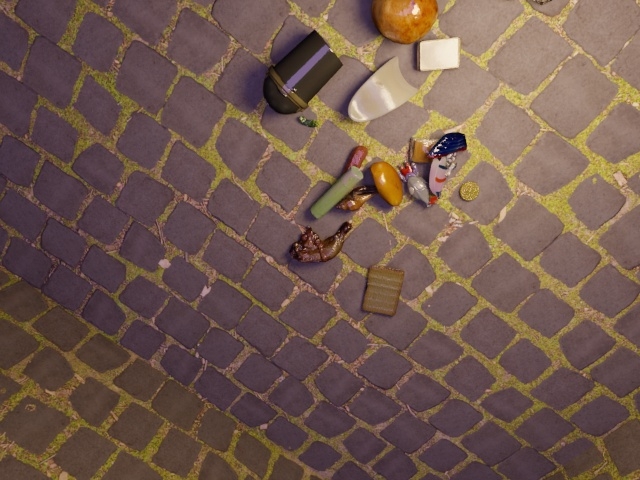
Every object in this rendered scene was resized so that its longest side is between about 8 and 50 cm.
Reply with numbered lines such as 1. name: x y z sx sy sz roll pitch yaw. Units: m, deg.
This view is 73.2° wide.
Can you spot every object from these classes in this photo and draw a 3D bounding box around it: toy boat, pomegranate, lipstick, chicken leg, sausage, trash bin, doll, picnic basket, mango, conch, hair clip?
1. toy boat: 0.495 -0.305 1.786 0.219 0.072 0.318 8 116 -44
2. pomegranate: 0.307 -0.842 1.578 0.248 0.248 0.248 3 111 7
3. lipstick: 0.065 -0.206 1.899 0.076 0.076 0.304 41 126 -8
4. chicken leg: 0.005 0.012 2.034 0.322 0.083 0.178 -6 95 13
5. sausage: 0.154 -0.343 1.877 0.065 0.065 0.169 25 112 -2
6. trash bin: -0.086 -0.647 1.718 0.333 0.214 0.214 -38 102 15
7. doll: 0.417 -0.244 1.874 0.102 0.075 0.228 -28 95 39
8. picnic basket: 0.459 -0.724 1.677 0.164 0.079 0.115 0 112 9
9. mango: 0.293 -0.243 1.854 0.102 0.141 0.217 -22 109 21
10. conch: 0.172 -0.196 1.931 0.232 0.080 0.086 -39 116 -5
11. hair clip: 0.237 -0.590 1.744 0.282 0.113 0.172 -32 104 17

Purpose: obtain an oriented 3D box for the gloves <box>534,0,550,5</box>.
1. gloves: 0.693 -0.967 1.520 0.312 0.135 0.210 13 119 6

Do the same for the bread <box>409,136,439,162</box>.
1. bread: 0.442 -0.380 1.811 0.125 0.082 0.106 3 105 4

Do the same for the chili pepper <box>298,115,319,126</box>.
1. chili pepper: -0.051 -0.512 1.864 0.091 0.034 0.030 19 79 2

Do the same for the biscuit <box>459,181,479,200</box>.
1. biscuit: 0.649 -0.215 1.877 0.083 0.023 0.084 2 110 6

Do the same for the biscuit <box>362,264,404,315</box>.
1. biscuit: 0.304 0.241 2.101 0.172 0.029 0.255 10 113 5
